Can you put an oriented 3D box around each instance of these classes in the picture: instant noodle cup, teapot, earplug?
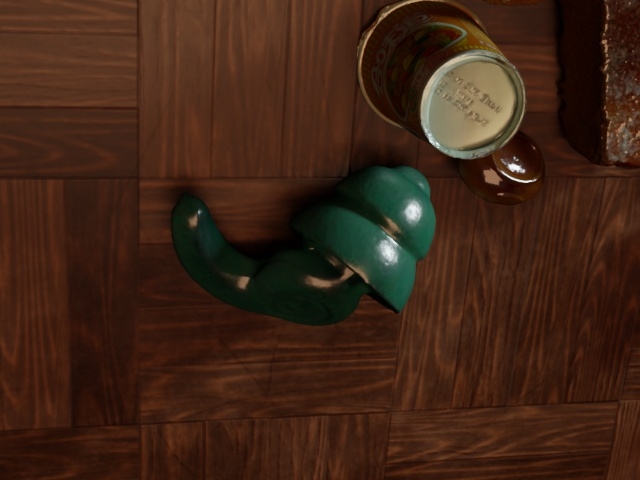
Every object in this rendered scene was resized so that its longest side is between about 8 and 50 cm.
[{"bbox_3d":[0.137,-0.171,1.144,0.168,0.185,0.168,-4,113,-10],"label":"instant noodle cup"},{"bbox_3d":[0.216,-0.087,1.264,0.129,0.078,0.098,6,72,-29],"label":"teapot"},{"bbox_3d":[-0.003,-0.003,1.230,0.280,0.164,0.257,-43,78,-5],"label":"earplug"}]

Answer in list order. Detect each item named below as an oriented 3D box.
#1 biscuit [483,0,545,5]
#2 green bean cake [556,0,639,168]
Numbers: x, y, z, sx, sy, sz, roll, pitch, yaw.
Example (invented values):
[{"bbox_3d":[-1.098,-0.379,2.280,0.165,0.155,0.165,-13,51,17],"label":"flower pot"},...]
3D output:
[{"bbox_3d":[0.241,-0.315,1.146,0.206,0.126,0.025,-30,153,1],"label":"biscuit"},{"bbox_3d":[0.358,-0.202,1.226,0.198,0.097,0.233,2,113,-14],"label":"green bean cake"}]
